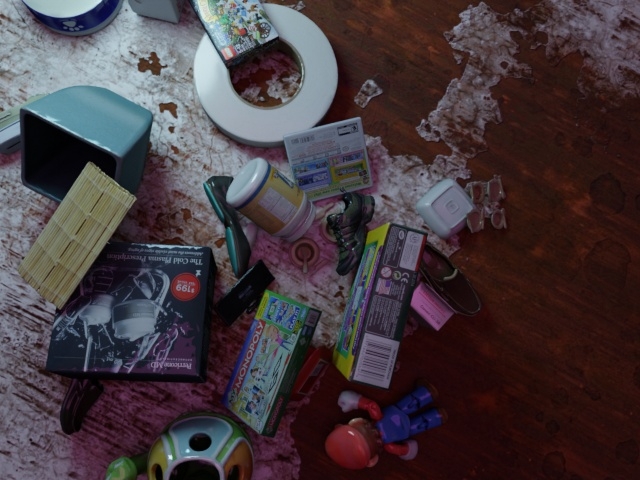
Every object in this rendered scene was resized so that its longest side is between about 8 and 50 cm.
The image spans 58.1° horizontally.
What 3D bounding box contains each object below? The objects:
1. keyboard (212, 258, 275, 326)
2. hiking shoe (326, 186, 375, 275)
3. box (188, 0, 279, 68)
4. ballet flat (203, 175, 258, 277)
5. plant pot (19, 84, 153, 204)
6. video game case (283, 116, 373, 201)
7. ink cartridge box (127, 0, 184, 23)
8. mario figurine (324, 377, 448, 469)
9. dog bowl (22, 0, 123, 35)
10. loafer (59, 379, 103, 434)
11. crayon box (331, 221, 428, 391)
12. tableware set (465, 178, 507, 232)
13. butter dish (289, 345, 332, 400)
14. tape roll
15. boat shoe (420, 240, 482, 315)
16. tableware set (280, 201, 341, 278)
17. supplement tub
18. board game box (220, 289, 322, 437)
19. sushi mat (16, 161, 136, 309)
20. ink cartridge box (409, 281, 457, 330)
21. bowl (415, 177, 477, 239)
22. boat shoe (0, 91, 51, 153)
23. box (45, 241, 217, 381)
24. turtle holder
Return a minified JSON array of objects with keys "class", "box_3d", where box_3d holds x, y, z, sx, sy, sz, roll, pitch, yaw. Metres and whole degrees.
[{"class":"keyboard","box_3d":[-0.194,0.143,1.508,0.180,0.023,0.108,-46,127,-21]},{"class":"hiking shoe","box_3d":[0.063,-0.022,1.520,0.114,0.086,0.227,18,82,-6]},{"class":"box","box_3d":[-0.233,-0.590,1.513,0.159,0.044,0.233,-30,87,-6]},{"class":"ballet flat","box_3d":[-0.221,-0.046,1.518,0.096,0.095,0.280,-19,87,-18]},{"class":"plant pot","box_3d":[-0.547,-0.236,1.419,0.247,0.248,0.252,26,44,-2]},{"class":"video game case","box_3d":[0.023,-0.212,1.547,0.212,0.023,0.193,-15,110,-6]},{"class":"ink cartridge box","box_3d":[-0.406,-0.762,1.494,0.129,0.223,0.307,14,84,-4]},{"class":"mario figurine","box_3d":[0.156,0.479,1.508,0.320,0.170,0.198,-20,51,-16]},{"class":"dog bowl","box_3d":[-0.666,-0.690,1.527,0.265,0.104,0.265,0,85,-4]},{"class":"loafer","box_3d":[-0.592,0.383,1.455,0.078,0.080,0.220,13,84,-3]},{"class":"crayon box","box_3d":[0.135,0.155,1.415,0.106,0.313,0.363,16,84,-3]},{"class":"tableware set","box_3d":[0.456,-0.096,1.579,0.169,0.020,0.141,-8,95,-34]},{"class":"butter dish","box_3d":[-0.061,0.319,1.485,0.118,0.160,0.160,33,83,22]},{"class":"tape roll","box_3d":[-0.146,-0.444,1.566,0.392,0.072,0.392,0,84,-4]},{"class":"boat shoe","box_3d":[0.338,0.105,1.544,0.257,0.095,0.095,44,83,0]},{"class":"tableware set","box_3d":[0.000,0.000,1.555,0.194,0.039,0.128,-39,89,-7]},{"class":"supplement tub","box_3d":[-0.123,-0.099,1.476,0.200,0.144,0.144,37,83,-27]},{"class":"board game box","box_3d":[-0.127,0.296,1.440,0.046,0.213,0.317,26,82,-36]},{"class":"sushi mat","box_3d":[-0.548,-0.009,1.287,0.151,0.019,0.316,39,99,10]},{"class":"ink cartridge box","box_3d":[0.265,0.167,1.482,0.115,0.198,0.067,43,83,0]},{"class":"bowl","box_3d":[0.354,-0.090,1.585,0.142,0.053,0.142,-40,90,-8]},{"class":"boat shoe","box_3d":[-0.725,-0.333,1.494,0.302,0.109,0.094,-28,86,-3]},{"class":"box","box_3d":[-0.440,0.178,1.403,0.343,0.179,0.312,2,72,-4]},{"class":"turtle holder","box_3d":[-0.320,0.533,1.391,0.320,0.227,0.243,28,84,-2]}]
